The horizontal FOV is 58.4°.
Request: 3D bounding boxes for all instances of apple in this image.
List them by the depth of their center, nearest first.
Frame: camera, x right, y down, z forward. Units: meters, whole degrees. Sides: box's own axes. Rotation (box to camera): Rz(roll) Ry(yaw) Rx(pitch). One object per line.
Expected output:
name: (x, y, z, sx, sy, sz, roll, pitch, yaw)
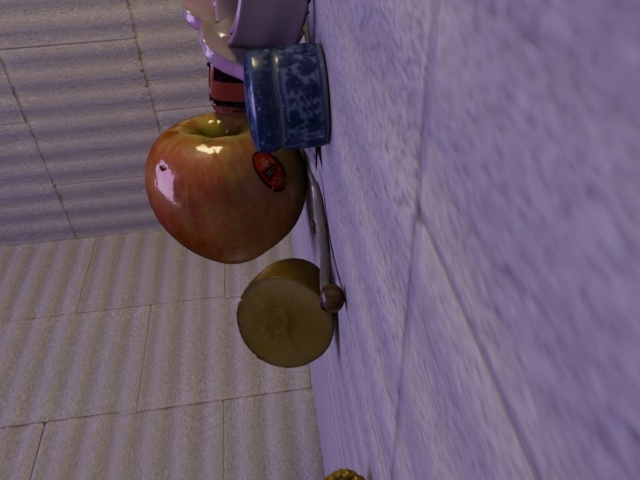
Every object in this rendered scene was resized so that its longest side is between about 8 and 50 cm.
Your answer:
apple: (-0.220, -0.133, 1.407, 0.391, 0.391, 0.347, -102, 7, -54)

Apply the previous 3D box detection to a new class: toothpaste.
toothpaste: (-0.022, -0.181, 1.042, 0.190, 0.031, 0.048, -111, 18, -61)

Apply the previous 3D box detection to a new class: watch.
watch: (-0.096, -0.390, 0.904, 0.218, 0.210, 0.248, 112, 149, -41)

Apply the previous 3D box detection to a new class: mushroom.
mushroom: (0.003, 0.001, 0.941, 0.306, 0.043, 0.068, -99, 22, -46)

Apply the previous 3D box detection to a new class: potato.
potato: (-0.052, 0.112, 1.060, 0.158, 0.178, 0.204, -71, -34, -60)

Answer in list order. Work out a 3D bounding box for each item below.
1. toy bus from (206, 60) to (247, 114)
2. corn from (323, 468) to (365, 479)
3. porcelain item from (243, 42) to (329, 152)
toy bus: (-0.168, -0.511, 1.364, 0.233, 0.203, 0.427, 100, 167, -58)
corn: (0.036, 0.401, 0.820, 0.231, 0.080, 0.080, 85, 176, -46)
porcelain item: (-0.051, -0.202, 0.815, 0.147, 0.114, 0.147, 173, 90, -86)
